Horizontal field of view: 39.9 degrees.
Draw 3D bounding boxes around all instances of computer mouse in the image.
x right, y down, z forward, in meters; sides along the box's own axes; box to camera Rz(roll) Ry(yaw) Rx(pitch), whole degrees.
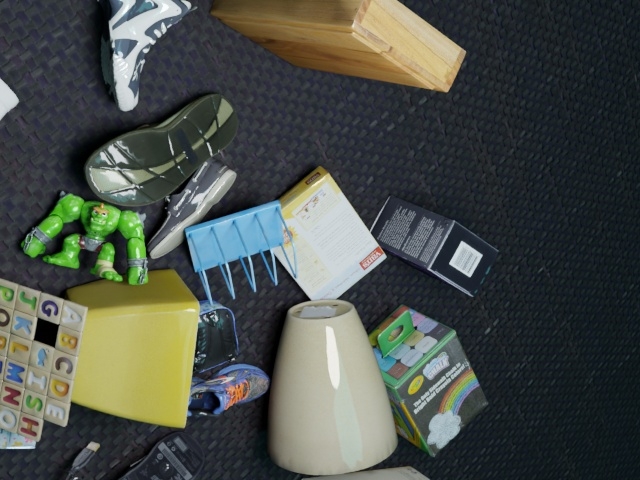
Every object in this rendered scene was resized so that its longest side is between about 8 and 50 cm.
[{"bbox_3d":[-0.339,0.417,1.574,0.184,0.060,0.262,44,44,0],"label":"computer mouse"}]

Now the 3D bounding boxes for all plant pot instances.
[{"bbox_3d":[-0.322,0.170,1.440,0.187,0.212,0.212,3,103,-23],"label":"plant pot"},{"bbox_3d":[0.011,0.261,1.674,0.256,0.256,0.274,-13,106,-31],"label":"plant pot"}]

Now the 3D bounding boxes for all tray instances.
[{"bbox_3d":[0.011,-0.325,1.379,0.202,0.411,0.076,25,90,-37],"label":"tray"}]

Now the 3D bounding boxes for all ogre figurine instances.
[{"bbox_3d":[-0.366,-0.006,1.414,0.197,0.097,0.118,15,87,7],"label":"ogre figurine"}]

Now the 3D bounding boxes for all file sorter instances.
[{"bbox_3d":[-0.132,0.027,1.528,0.170,0.104,0.118,-18,145,-11],"label":"file sorter"}]

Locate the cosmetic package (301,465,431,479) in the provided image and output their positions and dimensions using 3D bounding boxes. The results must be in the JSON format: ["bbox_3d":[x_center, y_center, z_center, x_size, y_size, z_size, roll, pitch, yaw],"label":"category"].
[{"bbox_3d":[0.098,0.595,1.914,0.309,0.113,0.160,6,100,-35],"label":"cosmetic package"}]

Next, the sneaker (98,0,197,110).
[{"bbox_3d":[-0.264,-0.326,1.384,0.153,0.094,0.235,-9,99,-24],"label":"sneaker"}]

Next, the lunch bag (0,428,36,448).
[{"bbox_3d":[-0.505,0.301,1.439,0.083,0.053,0.071,9,98,-27],"label":"lunch bag"}]

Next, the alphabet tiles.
[{"bbox_3d":[-0.467,0.185,1.362,0.009,0.198,0.237,-30,134,-73],"label":"alphabet tiles"}]

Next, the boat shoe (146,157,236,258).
[{"bbox_3d":[-0.235,-0.058,1.525,0.065,0.075,0.206,41,83,7],"label":"boat shoe"}]

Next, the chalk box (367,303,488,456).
[{"bbox_3d":[0.190,0.267,1.837,0.180,0.179,0.289,-39,122,-18],"label":"chalk box"}]

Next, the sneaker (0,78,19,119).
[{"bbox_3d":[-0.571,-0.227,1.194,0.169,0.108,0.292,-53,128,-14],"label":"sneaker"}]

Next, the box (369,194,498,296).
[{"bbox_3d":[0.221,0.009,1.757,0.153,0.207,0.108,30,88,-36],"label":"box"}]

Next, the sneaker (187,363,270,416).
[{"bbox_3d":[-0.187,0.289,1.634,0.221,0.087,0.083,-9,110,-32],"label":"sneaker"}]

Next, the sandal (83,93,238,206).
[{"bbox_3d":[-0.261,-0.147,1.457,0.302,0.086,0.120,-35,117,-39],"label":"sandal"}]

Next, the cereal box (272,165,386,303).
[{"bbox_3d":[0.000,0.000,1.681,0.173,0.047,0.240,-38,125,-4],"label":"cereal box"}]

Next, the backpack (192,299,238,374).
[{"bbox_3d":[-0.208,0.165,1.582,0.105,0.084,0.114,-16,118,-31],"label":"backpack"}]
